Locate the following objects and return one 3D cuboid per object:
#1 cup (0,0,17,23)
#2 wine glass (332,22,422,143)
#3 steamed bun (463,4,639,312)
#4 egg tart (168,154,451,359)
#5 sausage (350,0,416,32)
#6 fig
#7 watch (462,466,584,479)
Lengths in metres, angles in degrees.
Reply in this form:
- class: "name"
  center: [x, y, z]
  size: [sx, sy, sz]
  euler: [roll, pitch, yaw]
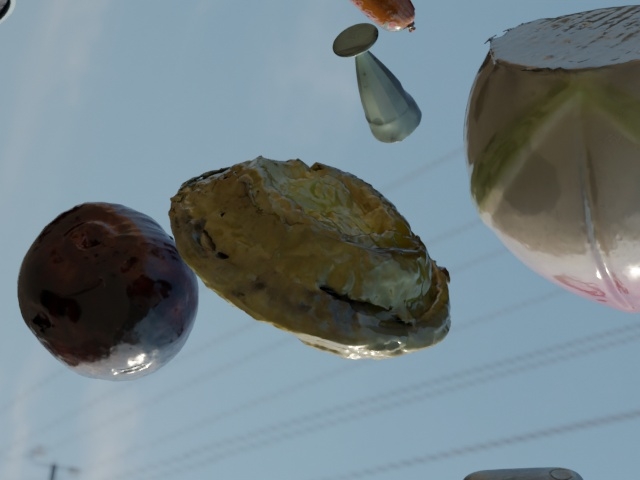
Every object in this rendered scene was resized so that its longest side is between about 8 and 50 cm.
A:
- class: "cup"
  center: [-0.603, -0.421, 2.494]
  size: [0.257, 0.331, 0.311]
  euler: [96, -23, -78]
- class: "wine glass"
  center: [0.074, -0.205, 2.425]
  size: [0.073, 0.155, 0.073]
  euler: [-17, -142, 14]
- class: "steamed bun"
  center: [0.284, -0.061, 1.765]
  size: [0.309, 0.309, 0.309]
  euler: [-39, -136, 52]
- class: "egg tart"
  center: [0.000, 0.000, 1.629]
  size: [0.095, 0.279, 0.279]
  euler: [-63, -152, 24]
- class: "sausage"
  center: [-0.014, -0.350, 2.121]
  size: [0.053, 0.348, 0.053]
  euler: [-40, -157, 21]
- class: "fig"
  center: [-0.223, 0.088, 2.048]
  size: [0.204, 0.186, 0.249]
  euler: [26, -41, 37]
- class: "watch"
  center: [0.235, 0.364, 2.244]
  size: [0.068, 0.206, 0.193]
  euler: [-112, -159, -65]
